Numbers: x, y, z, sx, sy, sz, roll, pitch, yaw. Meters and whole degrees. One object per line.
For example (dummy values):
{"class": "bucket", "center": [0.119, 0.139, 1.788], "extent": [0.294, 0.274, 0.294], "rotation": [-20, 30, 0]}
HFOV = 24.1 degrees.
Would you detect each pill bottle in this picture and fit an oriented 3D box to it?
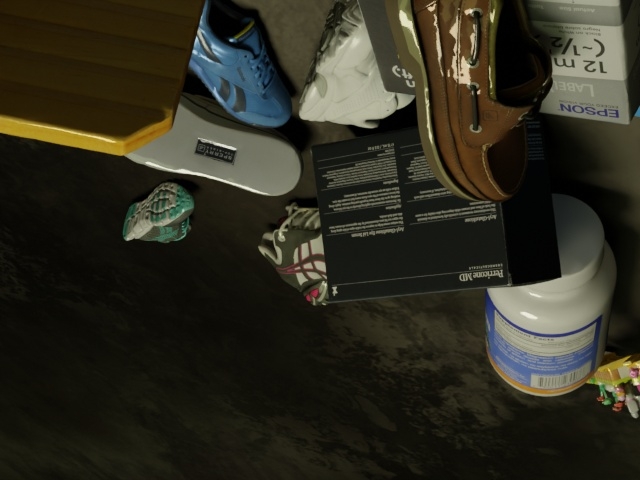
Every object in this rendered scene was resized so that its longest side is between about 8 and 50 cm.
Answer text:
{"class": "pill bottle", "center": [0.269, 0.062, 1.767], "extent": [0.152, 0.152, 0.272], "rotation": [14, 151, 14]}

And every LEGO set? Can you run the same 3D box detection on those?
{"class": "LEGO set", "center": [0.419, 0.187, 1.879], "extent": [0.287, 0.132, 0.107], "rotation": [-21, 89, 50]}

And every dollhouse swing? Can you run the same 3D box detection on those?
{"class": "dollhouse swing", "center": [-0.287, -0.283, 1.347], "extent": [0.304, 0.347, 0.315], "rotation": [4, 149, 13]}

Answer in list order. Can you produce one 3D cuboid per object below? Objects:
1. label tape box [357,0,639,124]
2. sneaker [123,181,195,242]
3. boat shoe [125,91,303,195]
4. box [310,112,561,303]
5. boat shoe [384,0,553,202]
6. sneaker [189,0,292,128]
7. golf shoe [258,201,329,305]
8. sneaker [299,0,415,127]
{"class": "label tape box", "center": [0.179, -0.199, 1.407], "extent": [0.249, 0.115, 0.348], "rotation": [10, 149, 21]}
{"class": "sneaker", "center": [-0.204, -0.034, 2.047], "extent": [0.076, 0.065, 0.166], "rotation": [17, 161, -29]}
{"class": "boat shoe", "center": [-0.146, -0.130, 1.787], "extent": [0.267, 0.096, 0.088], "rotation": [15, -165, -2]}
{"class": "box", "center": [0.123, -0.032, 1.651], "extent": [0.261, 0.184, 0.103], "rotation": [-7, 177, 44]}
{"class": "boat shoe", "center": [0.146, -0.131, 1.310], "extent": [0.104, 0.111, 0.307], "rotation": [8, 150, 28]}
{"class": "sneaker", "center": [-0.086, -0.196, 1.646], "extent": [0.082, 0.069, 0.209], "rotation": [-9, 140, 39]}
{"class": "golf shoe", "center": [0.000, 0.000, 1.906], "extent": [0.120, 0.105, 0.273], "rotation": [32, 151, -5]}
{"class": "sneaker", "center": [0.051, -0.185, 1.568], "extent": [0.115, 0.090, 0.232], "rotation": [16, 162, -4]}
